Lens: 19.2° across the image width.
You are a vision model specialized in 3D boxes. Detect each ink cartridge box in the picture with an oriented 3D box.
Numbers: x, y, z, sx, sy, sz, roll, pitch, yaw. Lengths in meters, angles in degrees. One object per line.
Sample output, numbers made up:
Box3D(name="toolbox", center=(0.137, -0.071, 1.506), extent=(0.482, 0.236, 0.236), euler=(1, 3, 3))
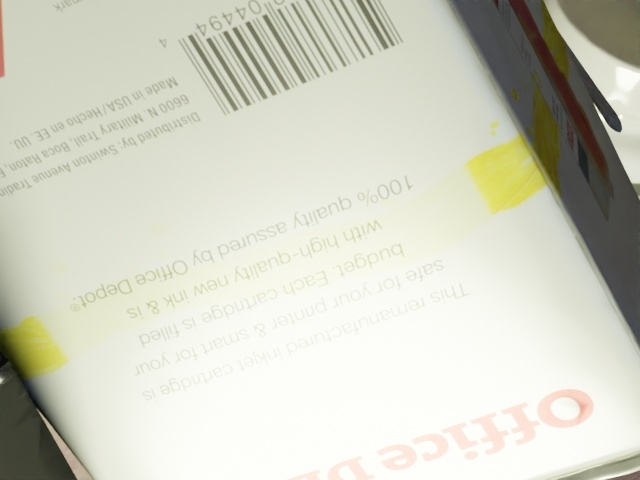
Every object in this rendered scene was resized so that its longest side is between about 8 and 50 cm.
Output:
Box3D(name="ink cartridge box", center=(-0.032, -0.046, 0.874), extent=(0.279, 0.160, 0.384), euler=(-20, 121, 20))

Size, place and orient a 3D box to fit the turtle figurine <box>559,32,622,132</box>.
Box3D(name="turtle figurine", center=(0.006, -0.124, 0.980), extent=(0.266, 0.274, 0.198), euler=(18, 159, -29))

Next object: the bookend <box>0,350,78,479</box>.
Box3D(name="bookend", center=(-0.192, 0.081, 0.900), extent=(0.072, 0.156, 0.157), euler=(-39, 142, -17))

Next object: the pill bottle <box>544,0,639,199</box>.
Box3D(name="pill bottle", center=(0.184, -0.065, 1.325), extent=(0.161, 0.161, 0.283), euler=(-16, 147, -28))
